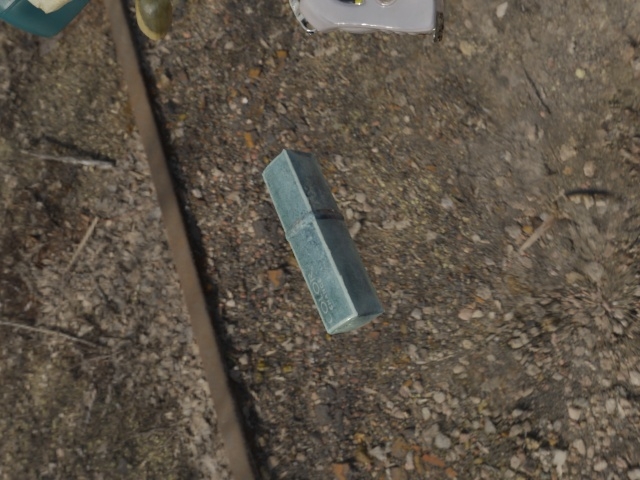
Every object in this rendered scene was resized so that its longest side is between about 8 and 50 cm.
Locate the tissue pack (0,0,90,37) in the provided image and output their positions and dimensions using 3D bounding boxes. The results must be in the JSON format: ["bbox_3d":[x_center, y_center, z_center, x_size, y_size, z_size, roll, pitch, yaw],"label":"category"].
[{"bbox_3d":[-0.539,-0.526,1.027,0.198,0.206,0.287,-33,61,17],"label":"tissue pack"}]

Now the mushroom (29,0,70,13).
[{"bbox_3d":[-0.373,-0.386,0.866,0.202,0.059,0.054,-5,39,27],"label":"mushroom"}]

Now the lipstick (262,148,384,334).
[{"bbox_3d":[0.000,0.000,0.879,0.077,0.076,0.289,-38,64,36],"label":"lipstick"}]

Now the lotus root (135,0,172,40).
[{"bbox_3d":[-0.301,-0.415,1.044,0.062,0.150,0.072,-14,74,-19],"label":"lotus root"}]

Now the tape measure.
[{"bbox_3d":[0.066,-0.397,0.843,0.236,0.120,0.197,9,111,19],"label":"tape measure"}]
